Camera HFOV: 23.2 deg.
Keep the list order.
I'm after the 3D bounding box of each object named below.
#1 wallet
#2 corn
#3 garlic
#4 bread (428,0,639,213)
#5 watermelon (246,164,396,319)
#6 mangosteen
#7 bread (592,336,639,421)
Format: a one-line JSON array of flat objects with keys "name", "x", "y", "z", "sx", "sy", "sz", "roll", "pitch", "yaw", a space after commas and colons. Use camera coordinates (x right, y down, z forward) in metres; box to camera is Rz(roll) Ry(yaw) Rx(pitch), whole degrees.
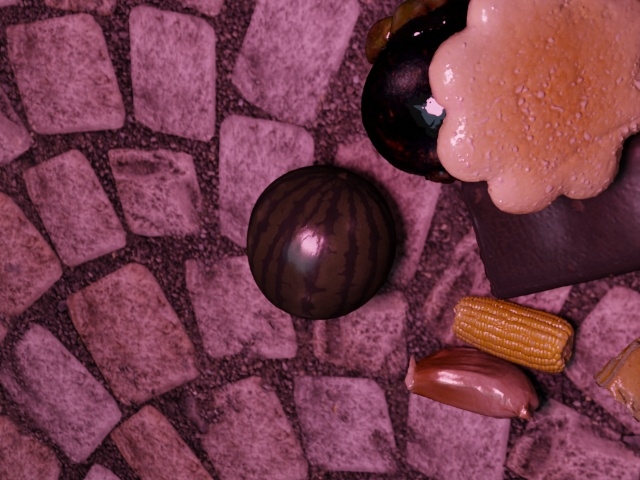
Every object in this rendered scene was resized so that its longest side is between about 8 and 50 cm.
[{"name": "wallet", "x": 0.336, "y": -0.032, "z": 1.975, "sx": 0.321, "sy": 0.044, "sz": 0.170, "roll": -14, "pitch": 100, "yaw": 36}, {"name": "corn", "x": 0.256, "y": 0.122, "z": 2.079, "sx": 0.165, "sy": 0.063, "sz": 0.085, "roll": 18, "pitch": 143, "yaw": 24}, {"name": "garlic", "x": 0.221, "y": 0.204, "z": 2.096, "sx": 0.198, "sy": 0.128, "sz": 0.090, "roll": 21, "pitch": 105, "yaw": 26}, {"name": "bread", "x": 0.266, "y": -0.179, "z": 1.814, "sx": 0.054, "sy": 0.316, "sz": 0.316, "roll": 30, "pitch": 133, "yaw": 61}, {"name": "watermelon", "x": 0.000, "y": 0.000, "z": 2.093, "sx": 0.212, "sy": 0.212, "sz": 0.212, "roll": 13, "pitch": 117, "yaw": 26}, {"name": "mangosteen", "x": 0.151, "y": -0.186, "z": 1.921, "sx": 0.243, "sy": 0.243, "sz": 0.243, "roll": 13, "pitch": 117, "yaw": 26}, {"name": "bread", "x": 0.415, "y": 0.170, "z": 1.989, "sx": 0.103, "sy": 0.156, "sz": 0.110, "roll": 37, "pitch": 93, "yaw": 4}]
